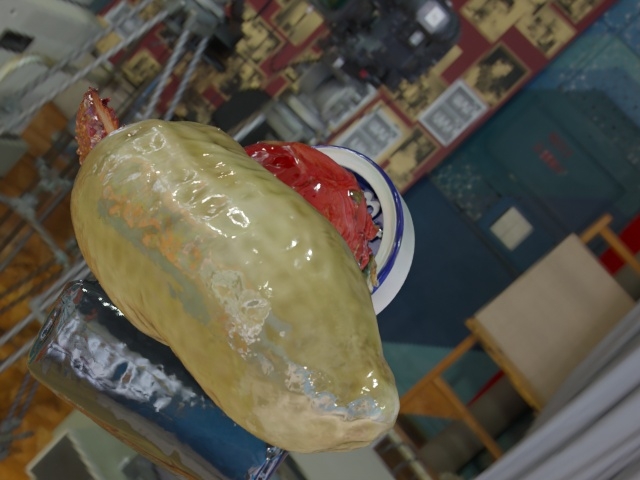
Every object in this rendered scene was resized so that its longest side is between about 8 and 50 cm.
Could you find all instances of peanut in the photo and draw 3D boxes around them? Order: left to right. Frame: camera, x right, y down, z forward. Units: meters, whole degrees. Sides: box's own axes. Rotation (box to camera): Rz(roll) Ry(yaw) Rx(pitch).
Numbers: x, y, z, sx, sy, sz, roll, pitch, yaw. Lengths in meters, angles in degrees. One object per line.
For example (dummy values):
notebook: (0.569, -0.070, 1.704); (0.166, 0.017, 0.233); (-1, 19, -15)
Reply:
peanut: (-0.050, 0.021, 0.570); (0.253, 0.122, 0.137); (38, -26, 40)

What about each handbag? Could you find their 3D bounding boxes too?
handbag: (-0.165, 0.170, 1.152); (0.301, 0.178, 0.275); (30, -3, 4)

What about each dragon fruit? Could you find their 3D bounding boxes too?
dragon fruit: (-0.038, -0.014, 0.979); (0.209, 0.172, 0.172); (18, 10, 12)

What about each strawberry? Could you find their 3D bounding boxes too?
strawberry: (-0.281, -0.110, 1.323); (0.208, 0.087, 0.167); (61, 8, -30)

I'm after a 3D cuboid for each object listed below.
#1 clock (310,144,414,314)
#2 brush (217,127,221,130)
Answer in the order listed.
clock: (0.000, 0.000, 1.232); (0.230, 0.230, 0.083); (54, 6, 31)
brush: (-0.145, -0.128, 1.920); (0.036, 0.043, 0.248); (50, -1, 40)
